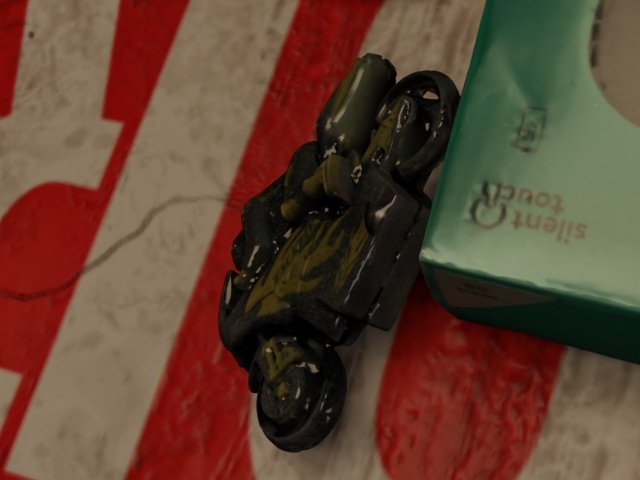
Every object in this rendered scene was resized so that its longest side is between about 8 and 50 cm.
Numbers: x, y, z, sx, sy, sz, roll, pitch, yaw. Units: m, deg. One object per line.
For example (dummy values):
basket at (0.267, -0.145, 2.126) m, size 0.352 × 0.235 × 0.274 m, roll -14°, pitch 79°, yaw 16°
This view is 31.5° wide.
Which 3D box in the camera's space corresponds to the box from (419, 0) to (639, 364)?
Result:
box at (0.182, -0.098, 0.501) m, size 0.205 × 0.118 × 0.311 m, roll 14°, pitch 83°, yaw 22°

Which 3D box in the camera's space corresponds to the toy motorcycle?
toy motorcycle at (0.000, 0.000, 0.554) m, size 0.124 × 0.061 × 0.193 m, roll 22°, pitch 90°, yaw 54°
